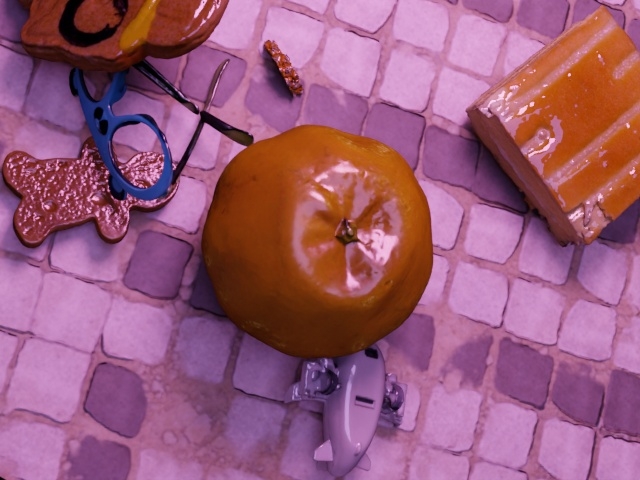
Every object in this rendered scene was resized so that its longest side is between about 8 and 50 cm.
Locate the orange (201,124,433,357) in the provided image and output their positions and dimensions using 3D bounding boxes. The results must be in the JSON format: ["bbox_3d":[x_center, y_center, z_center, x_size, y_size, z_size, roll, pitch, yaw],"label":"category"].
[{"bbox_3d":[0.000,0.000,1.264,0.279,0.235,0.279,2,78,-7],"label":"orange"}]

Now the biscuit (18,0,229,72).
[{"bbox_3d":[-0.241,-0.291,1.263,0.291,0.041,0.208,14,66,22],"label":"biscuit"}]

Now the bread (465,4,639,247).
[{"bbox_3d":[0.346,-0.146,1.447,0.246,0.111,0.239,-37,92,-17],"label":"bread"}]

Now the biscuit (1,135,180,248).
[{"bbox_3d":[-0.269,-0.058,1.303,0.205,0.031,0.138,-12,74,-17],"label":"biscuit"}]

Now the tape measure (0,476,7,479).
[{"bbox_3d":[-0.387,0.351,1.166,0.202,0.135,0.223,-40,96,-27],"label":"tape measure"}]

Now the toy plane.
[{"bbox_3d":[0.034,0.201,1.329,0.174,0.080,0.173,3,85,-33],"label":"toy plane"}]

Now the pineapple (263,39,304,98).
[{"bbox_3d":[-0.047,-0.221,1.385,0.019,0.045,0.083,-31,95,-5],"label":"pineapple"}]

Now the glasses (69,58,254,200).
[{"bbox_3d":[-0.178,-0.171,1.296,0.207,0.102,0.239,-21,73,-20],"label":"glasses"}]
